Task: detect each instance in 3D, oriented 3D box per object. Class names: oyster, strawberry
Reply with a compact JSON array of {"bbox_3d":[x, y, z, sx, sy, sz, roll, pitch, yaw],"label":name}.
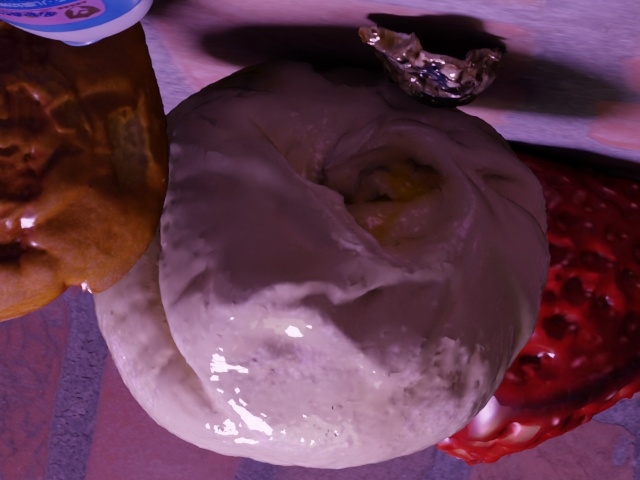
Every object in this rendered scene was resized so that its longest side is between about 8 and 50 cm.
[{"bbox_3d":[0.087,-0.123,1.126,0.103,0.051,0.148,14,-172,33],"label":"oyster"},{"bbox_3d":[0.232,0.052,1.554,0.345,0.317,0.295,-6,145,-9],"label":"strawberry"}]

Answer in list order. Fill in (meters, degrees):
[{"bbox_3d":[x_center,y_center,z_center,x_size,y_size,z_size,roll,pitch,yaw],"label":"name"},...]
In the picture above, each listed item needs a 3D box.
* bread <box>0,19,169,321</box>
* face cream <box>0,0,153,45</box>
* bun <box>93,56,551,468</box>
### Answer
[{"bbox_3d":[-0.239,-0.073,1.085,0.269,0.270,0.148,12,-179,-26],"label":"bread"},{"bbox_3d":[-0.174,-0.173,0.873,0.149,0.083,0.264,9,175,14],"label":"face cream"},{"bbox_3d":[0.000,0.000,1.187,0.365,0.365,0.219,9,145,3],"label":"bun"}]
